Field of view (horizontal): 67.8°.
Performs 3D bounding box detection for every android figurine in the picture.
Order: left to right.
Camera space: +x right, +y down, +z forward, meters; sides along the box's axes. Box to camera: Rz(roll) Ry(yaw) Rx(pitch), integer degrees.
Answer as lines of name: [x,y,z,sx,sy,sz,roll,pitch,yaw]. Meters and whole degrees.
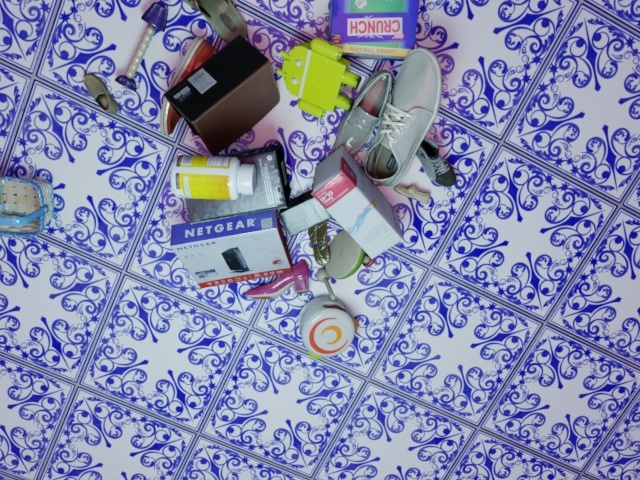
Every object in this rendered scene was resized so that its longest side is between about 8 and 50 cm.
android figurine: [-0.011,-0.513,1.502,0.272,0.056,0.248,26,136,5]

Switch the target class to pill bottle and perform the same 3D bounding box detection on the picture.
pill bottle: [-0.288,-0.170,1.300,0.214,0.117,0.118,3,104,-1]

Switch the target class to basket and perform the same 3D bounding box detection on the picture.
basket: [-0.996,-0.103,1.515,0.254,0.289,0.201,6,104,-2]

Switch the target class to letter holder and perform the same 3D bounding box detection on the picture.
letter holder: [-0.295,-0.446,1.507,0.302,0.214,0.152,-42,70,-9]

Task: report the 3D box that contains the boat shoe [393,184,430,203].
boat shoe: [0.318,-0.169,1.655,0.135,0.050,0.045,19,99,-16]

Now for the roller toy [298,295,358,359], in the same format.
roller toy: [0.021,0.303,1.711,0.209,0.146,0.191,-27,112,-1]

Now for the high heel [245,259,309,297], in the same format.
high heel: [-0.158,0.143,1.718,0.243,0.082,0.117,-11,72,15]

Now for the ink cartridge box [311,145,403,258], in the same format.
ink cartridge box: [0.118,-0.124,1.538,0.131,0.226,0.306,-34,113,20]

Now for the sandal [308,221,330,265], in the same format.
sandal: [0.000,0.000,1.682,0.072,0.049,0.180,-10,86,15]

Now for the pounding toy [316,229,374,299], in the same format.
pounding toy: [0.101,0.083,1.666,0.110,0.183,0.237,24,104,-33]

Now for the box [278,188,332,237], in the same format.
box: [-0.048,-0.101,1.601,0.158,0.156,0.093,-25,105,9]

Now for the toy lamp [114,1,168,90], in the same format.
toy lamp: [-0.562,-0.614,1.509,0.080,0.080,0.275,27,101,-8]

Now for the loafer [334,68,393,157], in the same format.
loafer: [0.138,-0.406,1.557,0.111,0.111,0.320,24,102,-7]

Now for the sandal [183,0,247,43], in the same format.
sandal: [-0.346,-0.747,1.477,0.302,0.086,0.120,43,99,-10]

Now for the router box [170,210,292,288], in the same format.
router box: [-0.283,0.034,1.577,0.335,0.082,0.301,-10,149,2]

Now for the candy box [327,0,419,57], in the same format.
candy box: [0.164,-0.733,1.474,0.267,0.122,0.318,3,105,-2]

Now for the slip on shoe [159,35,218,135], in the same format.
slip on shoe: [-0.423,-0.481,1.529,0.101,0.123,0.332,28,97,-12]

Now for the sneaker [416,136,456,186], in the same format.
sneaker: [0.381,-0.260,1.588,0.086,0.132,0.229,-42,101,8]

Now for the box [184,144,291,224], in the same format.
box: [-0.257,-0.187,1.507,0.293,0.296,0.183,-11,104,1]

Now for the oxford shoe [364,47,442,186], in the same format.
oxford shoe: [0.253,-0.367,1.495,0.169,0.130,0.450,36,124,30]

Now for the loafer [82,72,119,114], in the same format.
loafer: [-0.718,-0.479,1.552,0.056,0.050,0.148,-37,102,7]
